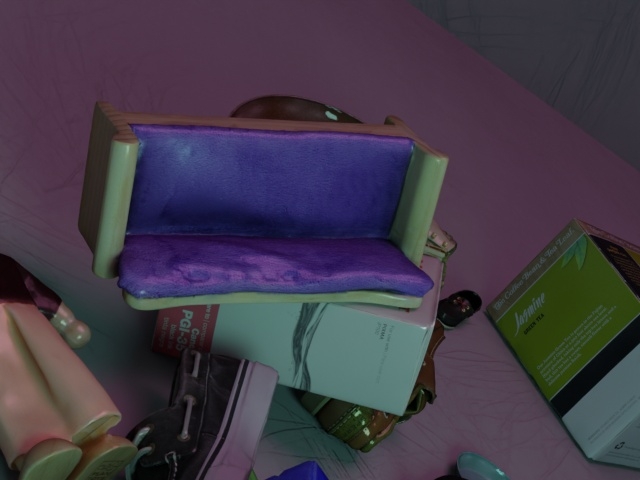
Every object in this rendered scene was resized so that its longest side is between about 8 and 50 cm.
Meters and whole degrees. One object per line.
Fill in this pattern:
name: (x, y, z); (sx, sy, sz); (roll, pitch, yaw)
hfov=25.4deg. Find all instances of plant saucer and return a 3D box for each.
plant saucer: (0.208, 0.312, 1.755); (0.119, 0.021, 0.119); (34, 22, -16)
plant saucer: (0.000, -0.094, 2.055); (0.311, 0.050, 0.310); (17, 38, -14)

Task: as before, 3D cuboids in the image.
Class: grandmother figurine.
grandmother figurine: (-0.287, 0.070, 1.277); (0.342, 0.104, 0.208); (55, 16, 24)

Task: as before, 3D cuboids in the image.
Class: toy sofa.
toy sofa: (-0.051, -0.037, 1.444); (0.363, 0.150, 0.177); (1, 26, -25)

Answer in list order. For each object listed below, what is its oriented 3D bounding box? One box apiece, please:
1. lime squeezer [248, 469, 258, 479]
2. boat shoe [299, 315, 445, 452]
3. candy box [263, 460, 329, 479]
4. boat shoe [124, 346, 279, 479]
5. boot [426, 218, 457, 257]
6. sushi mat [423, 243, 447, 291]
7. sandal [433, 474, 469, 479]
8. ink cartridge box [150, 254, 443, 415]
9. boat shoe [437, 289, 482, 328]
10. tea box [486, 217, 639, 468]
lime squeezer: (-0.004, 0.314, 1.341); (0.310, 0.059, 0.110); (49, 23, 22)
boat shoe: (0.083, 0.174, 1.713); (0.104, 0.110, 0.307); (47, 32, 9)
candy box: (0.025, 0.369, 1.060); (0.317, 0.122, 0.268); (58, 15, -21)
boat shoe: (-0.124, 0.210, 1.290); (0.119, 0.121, 0.335); (17, 24, 0)
boot: (0.123, -0.021, 2.195); (0.165, 0.077, 0.213); (49, 22, 12)
sushi mat: (0.000, 0.000, 1.723); (0.317, 0.151, 0.019); (20, 60, 11)
sandal: (0.132, 0.295, 1.579); (0.097, 0.054, 0.254); (23, 13, 15)
ink cartridge box: (-0.020, 0.069, 1.563); (0.283, 0.117, 0.207); (15, 22, 2)
boat shoe: (0.204, 0.101, 2.139); (0.049, 0.042, 0.133); (49, 24, 14)
tea box: (0.497, 0.176, 2.246); (0.329, 0.220, 0.323); (19, 31, -45)
